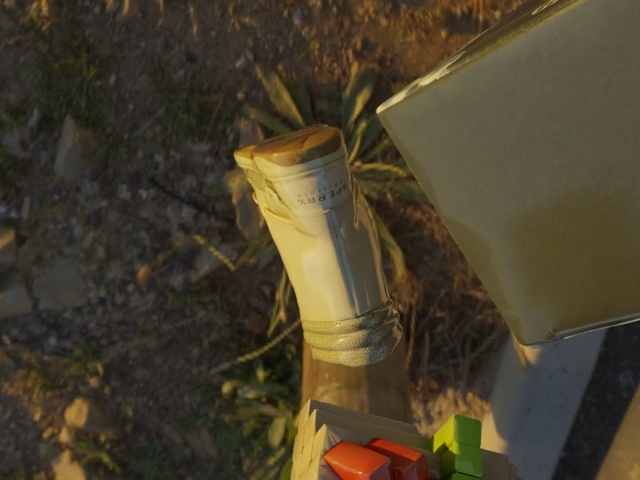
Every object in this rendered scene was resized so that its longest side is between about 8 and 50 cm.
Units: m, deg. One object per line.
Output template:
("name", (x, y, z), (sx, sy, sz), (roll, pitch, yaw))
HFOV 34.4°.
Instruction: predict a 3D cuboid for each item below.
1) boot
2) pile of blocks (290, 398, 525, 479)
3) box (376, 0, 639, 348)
("boot", (0.000, 0.000, 0.939), (0.095, 0.262, 0.203), (-19, 99, -7))
("pile of blocks", (0.141, 0.207, 0.661), (0.362, 0.149, 0.112), (36, 140, 3))
("box", (0.291, -0.136, 0.732), (0.294, 0.395, 0.212), (-23, 103, 52))
